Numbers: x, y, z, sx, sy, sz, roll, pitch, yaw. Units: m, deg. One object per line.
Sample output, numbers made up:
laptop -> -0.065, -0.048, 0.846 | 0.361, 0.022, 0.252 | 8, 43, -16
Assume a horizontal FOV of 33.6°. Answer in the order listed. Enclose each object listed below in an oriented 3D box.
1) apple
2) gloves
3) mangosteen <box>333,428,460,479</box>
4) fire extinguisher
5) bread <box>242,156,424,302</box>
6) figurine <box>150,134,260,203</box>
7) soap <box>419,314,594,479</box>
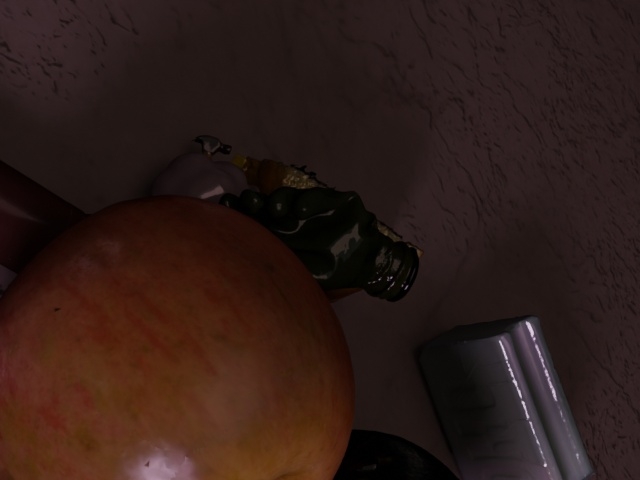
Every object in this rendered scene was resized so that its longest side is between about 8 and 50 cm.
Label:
apple -> -0.138, 0.150, 1.013 | 0.364, 0.364, 0.363 | 11, 73, -38
gloves -> -0.004, -0.002, 1.202 | 0.268, 0.107, 0.135 | 25, 90, -38
mangosteen -> 0.042, 0.369, 1.172 | 0.330, 0.330, 0.330 | 11, 73, -38
fire extinguisher -> -0.357, -0.043, 1.063 | 0.269, 0.105, 0.104 | 35, 59, -30
bread -> -0.005, 0.009, 1.327 | 0.260, 0.129, 0.134 | 30, 74, -24
figurine -> -0.132, -0.015, 1.236 | 0.112, 0.137, 0.229 | 35, 40, -81
soap -> 0.257, 0.255, 1.460 | 0.095, 0.173, 0.289 | -25, 97, -40
